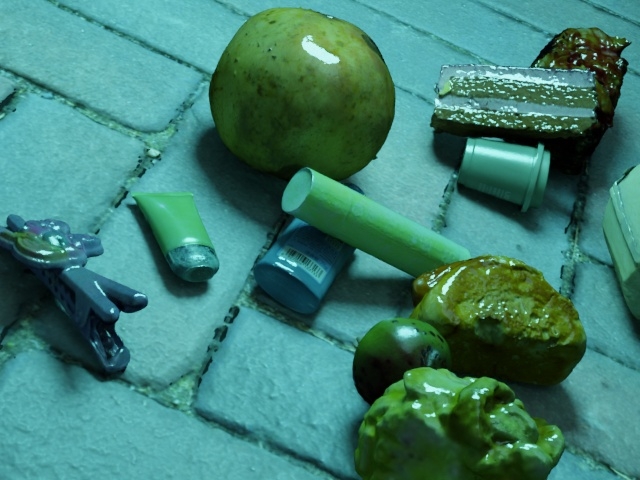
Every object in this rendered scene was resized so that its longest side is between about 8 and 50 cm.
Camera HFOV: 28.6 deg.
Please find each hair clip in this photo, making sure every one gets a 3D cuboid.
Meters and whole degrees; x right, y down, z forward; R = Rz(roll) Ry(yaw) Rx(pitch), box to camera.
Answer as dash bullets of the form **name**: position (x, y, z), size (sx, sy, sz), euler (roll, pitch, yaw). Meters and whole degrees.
- **hair clip**: position (-0.313, 0.039, 1.571), size (0.278, 0.090, 0.137), euler (44, 34, 22)

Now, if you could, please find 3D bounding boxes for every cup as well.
- **cup**: position (0.298, -0.113, 2.050), size (0.141, 0.120, 0.120), euler (11, 39, 6)

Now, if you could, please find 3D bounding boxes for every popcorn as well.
- **popcorn**: position (0.170, 0.257, 1.462), size (0.259, 0.259, 0.212), euler (43, 21, 21)

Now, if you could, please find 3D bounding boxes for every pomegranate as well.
- **pomegranate**: position (0.088, 0.161, 1.598), size (0.129, 0.159, 0.129), euler (12, 73, -45)
- **pomegranate**: position (-0.028, -0.216, 1.875), size (0.281, 0.281, 0.281), euler (14, 40, -12)

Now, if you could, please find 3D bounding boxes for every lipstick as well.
- **lipstick**: position (0.088, -0.012, 1.778), size (0.304, 0.076, 0.076), euler (27, 35, -28)

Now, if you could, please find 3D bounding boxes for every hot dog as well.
- **hot dog**: position (0.239, 0.103, 1.748), size (0.256, 0.150, 0.153), euler (11, 51, -16)

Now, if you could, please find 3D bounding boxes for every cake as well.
- **cake**: position (0.305, -0.228, 2.046), size (0.295, 0.116, 0.113), euler (3, -7, 26)

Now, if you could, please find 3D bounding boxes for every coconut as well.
- **coconut**: position (0.598, -0.008, 1.939), size (0.323, 0.323, 0.323), euler (14, 40, -12)

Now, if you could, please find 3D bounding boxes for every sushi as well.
- **sushi**: position (0.429, -0.259, 2.219), size (0.196, 0.182, 0.343), euler (22, 36, 7)

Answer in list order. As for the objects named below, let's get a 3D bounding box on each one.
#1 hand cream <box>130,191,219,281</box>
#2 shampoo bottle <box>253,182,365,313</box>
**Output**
- **hand cream**: position (-0.193, -0.011, 1.726), size (0.095, 0.046, 0.175), euler (-3, 40, -28)
- **shampoo bottle**: position (0.000, 0.000, 1.796), size (0.104, 0.061, 0.258), euler (34, 40, 2)
